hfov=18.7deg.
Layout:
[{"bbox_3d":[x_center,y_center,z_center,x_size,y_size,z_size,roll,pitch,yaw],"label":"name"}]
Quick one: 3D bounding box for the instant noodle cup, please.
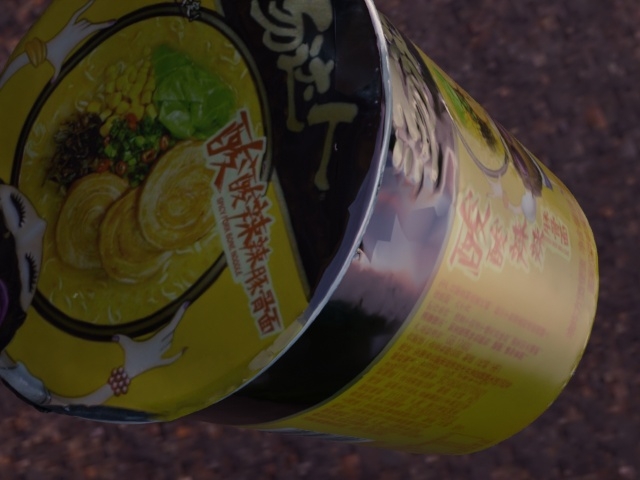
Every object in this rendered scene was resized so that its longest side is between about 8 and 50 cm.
[{"bbox_3d":[0.000,0.000,0.824,0.236,0.215,0.216,27,60,-50],"label":"instant noodle cup"}]
